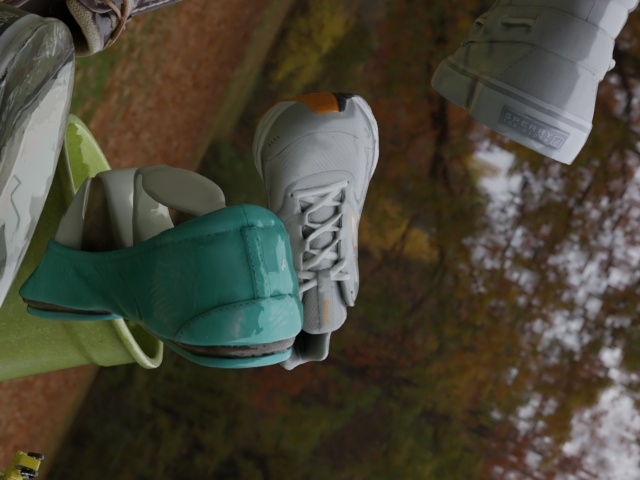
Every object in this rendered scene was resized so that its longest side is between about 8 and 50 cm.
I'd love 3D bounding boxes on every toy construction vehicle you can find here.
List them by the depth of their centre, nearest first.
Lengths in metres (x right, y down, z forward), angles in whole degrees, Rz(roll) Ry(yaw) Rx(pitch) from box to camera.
[{"bbox_3d":[-0.343,0.269,1.415,0.098,0.035,0.086,-22,-134,55],"label":"toy construction vehicle"}]

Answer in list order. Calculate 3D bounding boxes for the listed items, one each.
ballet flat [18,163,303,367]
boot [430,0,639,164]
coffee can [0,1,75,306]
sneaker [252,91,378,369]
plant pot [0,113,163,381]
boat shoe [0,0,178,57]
[{"bbox_3d":[-0.084,0.005,0.656,0.247,0.083,0.087,5,-82,58],"label":"ballet flat"},{"bbox_3d":[0.142,-0.128,0.830,0.258,0.095,0.123,-104,-141,-78],"label":"boot"},{"bbox_3d":[-0.291,-0.063,0.668,0.201,0.275,0.201,-161,-90,-90],"label":"coffee can"},{"bbox_3d":[0.000,0.000,1.005,0.262,0.099,0.121,98,-17,-52],"label":"sneaker"},{"bbox_3d":[-0.328,0.041,1.355,0.254,0.276,0.276,-19,-172,2],"label":"plant pot"},{"bbox_3d":[-0.228,-0.221,1.231,0.123,0.342,0.123,108,-38,-56],"label":"boat shoe"}]
